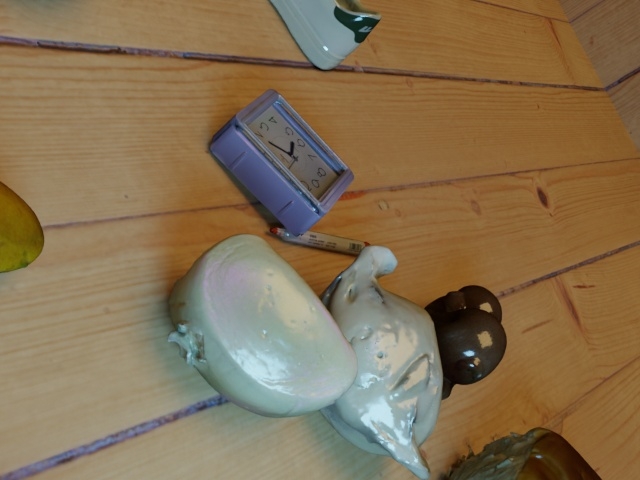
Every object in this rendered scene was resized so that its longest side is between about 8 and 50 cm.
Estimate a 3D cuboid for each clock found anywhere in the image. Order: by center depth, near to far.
[{"bbox_3d":[-0.055,-0.117,1.347,0.193,0.073,0.144,46,34,-6],"label":"clock"}]

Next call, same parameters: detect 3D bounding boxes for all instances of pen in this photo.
[{"bbox_3d":[0.000,0.000,1.390,0.218,0.026,0.026,11,56,-47],"label":"pen"}]

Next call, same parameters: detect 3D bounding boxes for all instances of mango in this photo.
[{"bbox_3d":[-0.370,-0.023,0.871,0.227,0.109,0.147,24,23,-39],"label":"mango"}]

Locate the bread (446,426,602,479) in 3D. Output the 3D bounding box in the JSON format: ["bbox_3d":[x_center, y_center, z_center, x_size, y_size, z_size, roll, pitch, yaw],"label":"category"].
[{"bbox_3d":[0.299,0.416,1.268,0.250,0.225,0.279,55,33,-3],"label":"bread"}]

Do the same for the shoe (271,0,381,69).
[{"bbox_3d":[-0.024,-0.497,1.620,0.363,0.160,0.132,60,32,1],"label":"shoe"}]

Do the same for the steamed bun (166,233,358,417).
[{"bbox_3d":[-0.084,0.122,1.079,0.153,0.170,0.238,-40,95,-32],"label":"steamed bun"}]

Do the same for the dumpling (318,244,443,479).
[{"bbox_3d":[0.072,0.177,1.265,0.243,0.187,0.318,83,-2,-75],"label":"dumpling"}]

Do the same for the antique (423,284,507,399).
[{"bbox_3d":[0.226,0.148,1.435,0.121,0.143,0.257,56,20,-2],"label":"antique"}]
